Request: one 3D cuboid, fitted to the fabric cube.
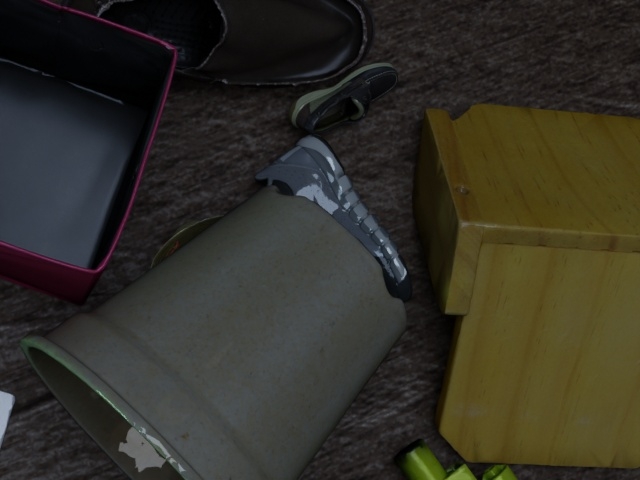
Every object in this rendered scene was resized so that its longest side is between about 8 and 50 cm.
[{"bbox_3d":[-0.318,-0.098,1.537,0.259,0.258,0.254,19,76,-8],"label":"fabric cube"}]

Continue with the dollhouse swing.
[{"bbox_3d":[0.282,0.055,1.745,0.346,0.305,0.315,3,39,-11],"label":"dollhouse swing"}]

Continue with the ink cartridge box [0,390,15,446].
[{"bbox_3d":[-0.438,0.188,1.560,0.198,0.067,0.115,17,77,-9],"label":"ink cartridge box"}]

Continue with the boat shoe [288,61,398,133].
[{"bbox_3d":[0.035,-0.162,1.717,0.152,0.056,0.049,-29,53,-22],"label":"boat shoe"}]

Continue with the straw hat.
[{"bbox_3d":[-0.136,0.009,1.657,0.144,0.144,0.061,-21,44,-15],"label":"straw hat"}]

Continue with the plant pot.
[{"bbox_3d":[-0.087,0.119,1.517,0.334,0.334,0.305,45,72,-2],"label":"plant pot"}]

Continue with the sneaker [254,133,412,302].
[{"bbox_3d":[0.000,0.000,1.688,0.132,0.086,0.229,-31,78,-10],"label":"sneaker"}]

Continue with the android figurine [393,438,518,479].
[{"bbox_3d":[0.146,0.371,1.657,0.248,0.056,0.273,-34,89,-11],"label":"android figurine"}]

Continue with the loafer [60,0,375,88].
[{"bbox_3d":[-0.108,-0.228,1.648,0.366,0.130,0.134,-3,106,-14],"label":"loafer"}]
